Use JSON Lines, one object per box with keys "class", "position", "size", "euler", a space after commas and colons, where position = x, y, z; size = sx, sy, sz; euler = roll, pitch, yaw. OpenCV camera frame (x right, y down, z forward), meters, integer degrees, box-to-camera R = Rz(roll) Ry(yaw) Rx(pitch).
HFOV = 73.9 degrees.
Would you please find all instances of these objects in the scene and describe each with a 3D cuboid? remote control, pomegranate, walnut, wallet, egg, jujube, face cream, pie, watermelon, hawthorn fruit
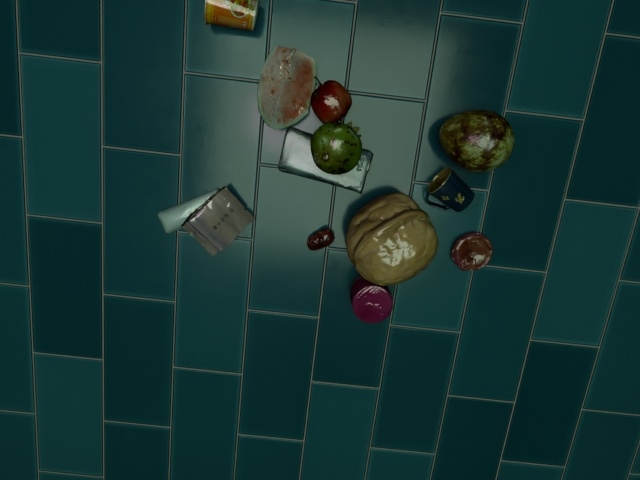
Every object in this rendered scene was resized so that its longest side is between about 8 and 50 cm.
{"class": "remote control", "position": [-0.557, -0.124, 1.839], "size": [0.293, 0.051, 0.103], "euler": [-22, 102, 4]}
{"class": "pomegranate", "position": [0.074, -0.373, 1.678], "size": [0.211, 0.263, 0.211], "euler": [21, 134, 24]}
{"class": "walnut", "position": [0.281, -0.002, 1.726], "size": [0.381, 0.381, 0.382], "euler": [0, 103, 0]}
{"class": "wallet", "position": [0.019, -0.335, 1.787], "size": [0.378, 0.046, 0.191], "euler": [15, 100, -2]}
{"class": "egg", "position": [0.611, -0.397, 1.676], "size": [0.289, 0.238, 0.238], "euler": [28, 102, 7]}
{"class": "jujube", "position": [0.000, 0.000, 1.854], "size": [0.129, 0.077, 0.077], "euler": [-30, 101, 12]}
{"class": "face cream", "position": [0.217, 0.245, 1.848], "size": [0.175, 0.195, 0.175], "euler": [0, 102, 1]}
{"class": "pie", "position": [0.666, 0.051, 1.875], "size": [0.182, 0.049, 0.183], "euler": [0, 108, -1]}
{"class": "watermelon", "position": [-0.143, -0.582, 1.661], "size": [0.223, 0.180, 0.305], "euler": [16, 100, -1]}
{"class": "hawthorn fruit", "position": [0.031, -0.560, 1.678], "size": [0.157, 0.157, 0.194], "euler": [-34, 106, 8]}

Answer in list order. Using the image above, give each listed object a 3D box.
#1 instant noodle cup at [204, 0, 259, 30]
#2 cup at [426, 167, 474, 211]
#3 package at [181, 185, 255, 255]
{"class": "instant noodle cup", "position": [-0.333, -0.880, 1.616], "size": [0.184, 0.168, 0.169], "euler": [12, 103, -10]}
{"class": "cup", "position": [0.539, -0.195, 1.790], "size": [0.155, 0.131, 0.176], "euler": [35, 130, -11]}
{"class": "package", "position": [-0.437, -0.082, 1.821], "size": [0.251, 0.062, 0.204], "euler": [-42, 116, -1]}
